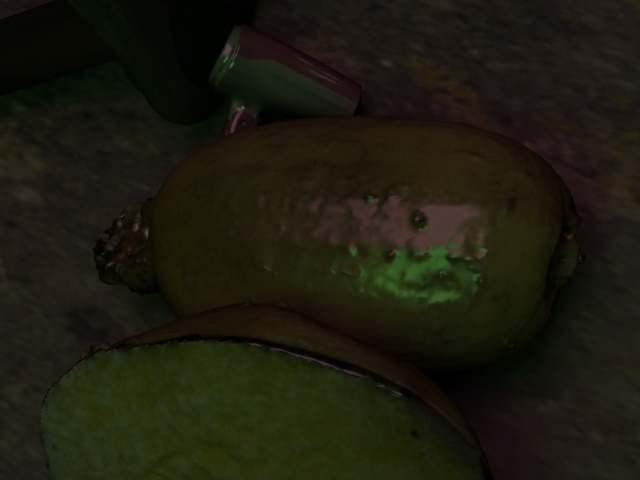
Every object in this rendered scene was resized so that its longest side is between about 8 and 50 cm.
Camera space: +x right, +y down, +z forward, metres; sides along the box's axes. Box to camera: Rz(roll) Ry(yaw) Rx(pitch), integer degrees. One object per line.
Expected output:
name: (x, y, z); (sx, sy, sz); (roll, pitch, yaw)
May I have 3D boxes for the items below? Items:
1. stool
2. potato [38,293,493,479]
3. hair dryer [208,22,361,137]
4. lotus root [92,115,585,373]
stool: (-0.184, -0.273, 1.299); (0.226, 0.310, 0.310); (4, 62, 21)
potato: (-0.017, 0.140, 1.104); (0.299, 0.239, 0.116); (3, 25, 25)
hair dryer: (-0.048, -0.067, 1.289); (0.106, 0.054, 0.154); (27, 91, -8)
lotus root: (0.000, 0.000, 1.182); (0.343, 0.151, 0.169); (2, 65, 19)
